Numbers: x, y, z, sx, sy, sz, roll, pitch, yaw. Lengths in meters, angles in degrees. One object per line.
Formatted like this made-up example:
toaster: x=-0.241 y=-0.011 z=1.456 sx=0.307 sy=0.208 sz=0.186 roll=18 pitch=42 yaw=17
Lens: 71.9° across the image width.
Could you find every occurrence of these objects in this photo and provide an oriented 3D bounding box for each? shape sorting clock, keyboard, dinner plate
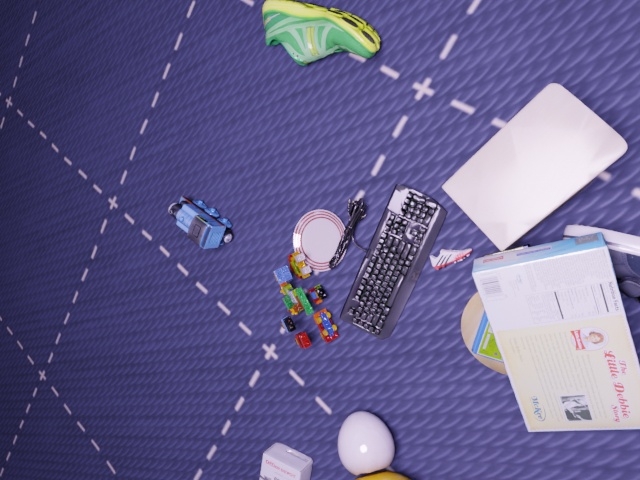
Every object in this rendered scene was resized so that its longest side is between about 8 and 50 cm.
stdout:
shape sorting clock: x=0.355 y=0.154 z=0.774 sx=0.206 sy=0.040 sz=0.206 roll=9 pitch=115 yaw=19
keyboard: x=0.113 y=0.032 z=0.929 sx=0.201 sy=0.033 sz=0.317 roll=26 pitch=103 yaw=20
dinner plate: x=0.000 y=0.000 z=1.008 sx=0.141 sy=0.017 sz=0.141 roll=1 pitch=92 yaw=28

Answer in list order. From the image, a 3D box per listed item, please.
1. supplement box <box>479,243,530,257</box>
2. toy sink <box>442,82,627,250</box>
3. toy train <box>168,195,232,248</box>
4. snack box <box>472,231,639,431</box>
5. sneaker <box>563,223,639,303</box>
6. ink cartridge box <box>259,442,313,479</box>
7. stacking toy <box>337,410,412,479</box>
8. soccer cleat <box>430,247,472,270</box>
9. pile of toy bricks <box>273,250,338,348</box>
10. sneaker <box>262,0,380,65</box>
supplement box: x=0.344 y=0.057 z=0.797 sx=0.083 sy=0.056 sz=0.083 roll=-17 pitch=84 yaw=28
toy sink: x=0.356 y=-0.117 z=0.745 sx=0.234 sy=0.131 sz=0.153 roll=-48 pitch=70 yaw=26
toy train: x=-0.309 y=-0.048 z=1.126 sx=0.184 sy=0.105 sz=0.080 roll=34 pitch=106 yaw=24
snack box: x=0.385 y=0.160 z=0.704 sx=0.187 sy=0.060 sz=0.322 roll=-16 pitch=106 yaw=29
sneaker: x=0.524 y=0.072 z=0.660 sx=0.321 sy=0.126 sz=0.127 roll=21 pitch=99 yaw=27
ink cartridge box: x=-0.087 y=0.577 z=1.042 sx=0.109 sy=0.063 sz=0.150 roll=11 pitch=97 yaw=28
stacking toy: x=0.121 y=0.576 z=0.833 sx=0.351 sy=0.351 sz=0.479 roll=-30 pitch=61 yaw=26
soccer cleat: x=0.254 y=0.029 z=0.863 sx=0.083 sy=0.029 sz=0.035 roll=-29 pitch=81 yaw=31
pile of toy bricks: x=-0.053 y=0.142 z=1.006 sx=0.212 sy=0.118 sz=0.105 roll=65 pitch=156 yaw=1
sneaker: x=0.000 y=-0.441 z=0.964 sx=0.295 sy=0.109 sz=0.123 roll=27 pitch=125 yaw=25
